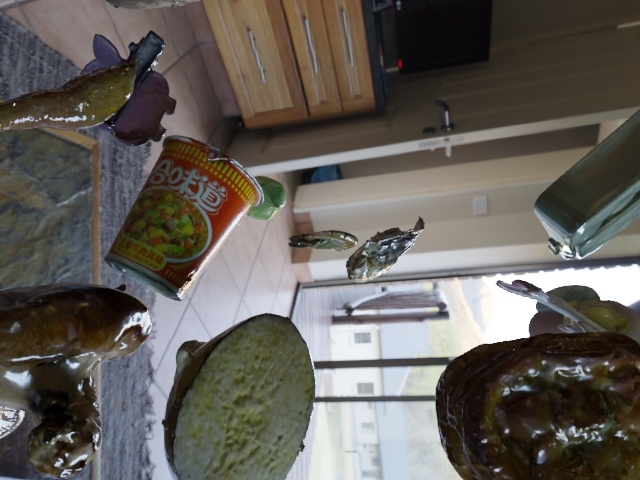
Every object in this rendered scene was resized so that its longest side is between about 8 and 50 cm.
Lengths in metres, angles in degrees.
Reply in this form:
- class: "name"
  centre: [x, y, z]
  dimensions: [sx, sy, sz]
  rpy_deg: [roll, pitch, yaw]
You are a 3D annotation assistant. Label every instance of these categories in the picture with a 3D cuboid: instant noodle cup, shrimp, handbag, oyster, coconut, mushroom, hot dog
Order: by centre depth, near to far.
- class: "hot dog"
  centre: [0.281, 0.202, 0.514]
  dimensions: [0.122, 0.273, 0.195]
  rpy_deg: [147, -59, -85]
- class: "handbag"
  centre: [0.397, -0.069, 0.550]
  dimensions: [0.219, 0.256, 0.079]
  rpy_deg: [25, 25, -51]
- class: "mushroom"
  centre: [-0.392, 0.169, 0.608]
  dimensions: [0.267, 0.268, 0.254]
  rpy_deg: [66, 30, -55]
- class: "instant noodle cup"
  centre: [-0.221, -0.026, 0.693]
  dimensions: [0.212, 0.193, 0.193]
  rpy_deg: [-63, 155, -21]
- class: "coconut"
  centre: [-0.109, -0.080, 0.841]
  dimensions: [0.096, 0.088, 0.087]
  rpy_deg: [39, -22, 40]
- class: "shrimp"
  centre: [0.000, 0.000, 1.026]
  dimensions: [0.099, 0.180, 0.041]
  rpy_deg: [26, 66, -59]
- class: "oyster"
  centre: [0.177, 0.021, 1.195]
  dimensions: [0.100, 0.271, 0.275]
  rpy_deg: [52, -3, 3]

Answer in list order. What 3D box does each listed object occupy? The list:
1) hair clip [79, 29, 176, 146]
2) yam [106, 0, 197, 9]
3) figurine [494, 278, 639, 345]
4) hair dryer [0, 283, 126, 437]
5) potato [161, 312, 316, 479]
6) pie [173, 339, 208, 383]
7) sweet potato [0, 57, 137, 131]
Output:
- class: "hair clip"
  centre: [-0.296, -0.234, 0.681]
  dimensions: [0.146, 0.056, 0.187]
  rpy_deg: [26, 80, -30]
- class: "yam"
  centre: [-0.253, -0.409, 0.642]
  dimensions: [0.129, 0.238, 0.128]
  rpy_deg: [-40, 131, -25]
- class: "figurine"
  centre: [0.409, 0.177, 0.742]
  dimensions: [0.316, 0.285, 0.206]
  rpy_deg: [-13, 120, -70]
- class: "hair dryer"
  centre: [-0.513, 0.190, 0.826]
  dimensions: [0.189, 0.344, 0.106]
  rpy_deg: [36, -21, 47]
- class: "potato"
  centre: [-0.123, 0.249, 0.651]
  dimensions: [0.239, 0.116, 0.299]
  rpy_deg: [59, 38, -15]
- class: "pie"
  centre: [-0.213, 0.371, 0.948]
  dimensions: [0.077, 0.339, 0.338]
  rpy_deg: [-13, 99, -45]
- class: "sweet potato"
  centre: [-0.316, -0.162, 0.543]
  dimensions: [0.226, 0.068, 0.068]
  rpy_deg: [-35, 130, -28]
